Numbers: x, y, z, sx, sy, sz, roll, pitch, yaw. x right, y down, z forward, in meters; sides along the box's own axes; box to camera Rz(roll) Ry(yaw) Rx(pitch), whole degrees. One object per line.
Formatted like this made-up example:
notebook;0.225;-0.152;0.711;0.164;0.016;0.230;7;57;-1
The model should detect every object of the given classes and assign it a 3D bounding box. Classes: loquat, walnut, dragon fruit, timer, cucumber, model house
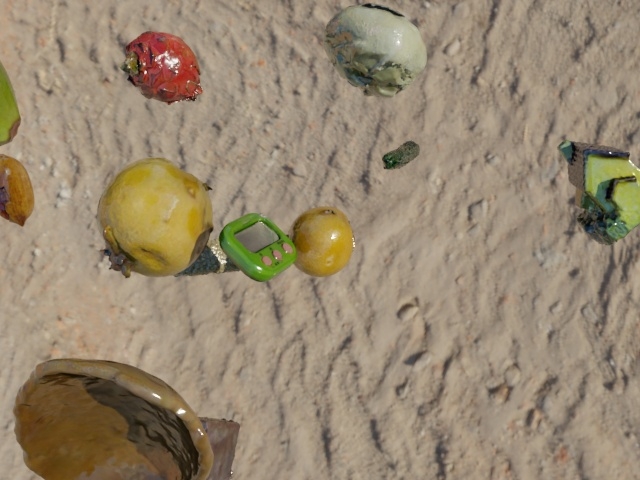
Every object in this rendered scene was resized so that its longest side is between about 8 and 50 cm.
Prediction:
loquat;-0.326;-0.038;1.376;0.244;0.244;0.243;-10;67;26
walnut;-0.835;-0.132;1.916;0.116;0.116;0.207;5;118;30
loquat;0.000;0.000;1.396;0.141;0.141;0.141;-10;67;26
dragon fruit;-0.384;-0.419;1.730;0.172;0.209;0.172;-17;61;35
timer;-0.114;0.012;1.296;0.128;0.140;0.047;45;123;8
cucumber;0.175;-0.180;1.522;0.044;0.257;0.043;15;107;15
model house;0.588;-0.121;1.520;0.170;0.194;0.211;-43;93;16

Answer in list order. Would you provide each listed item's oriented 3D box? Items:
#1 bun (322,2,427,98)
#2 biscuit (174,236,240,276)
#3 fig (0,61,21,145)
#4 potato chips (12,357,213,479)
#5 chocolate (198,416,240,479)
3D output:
bun;0.110;-0.402;1.553;0.239;0.239;0.141;18;72;33
biscuit;-0.253;0.036;1.572;0.070;0.168;0.082;175;90;-72
fig;-0.730;-0.287;1.358;0.316;0.316;0.316;-10;67;26
potato chips;-0.152;0.140;0.532;0.150;0.201;0.049;15;51;-4
chocolate;-0.254;0.500;1.371;0.112;0.112;0.321;3;79;38
